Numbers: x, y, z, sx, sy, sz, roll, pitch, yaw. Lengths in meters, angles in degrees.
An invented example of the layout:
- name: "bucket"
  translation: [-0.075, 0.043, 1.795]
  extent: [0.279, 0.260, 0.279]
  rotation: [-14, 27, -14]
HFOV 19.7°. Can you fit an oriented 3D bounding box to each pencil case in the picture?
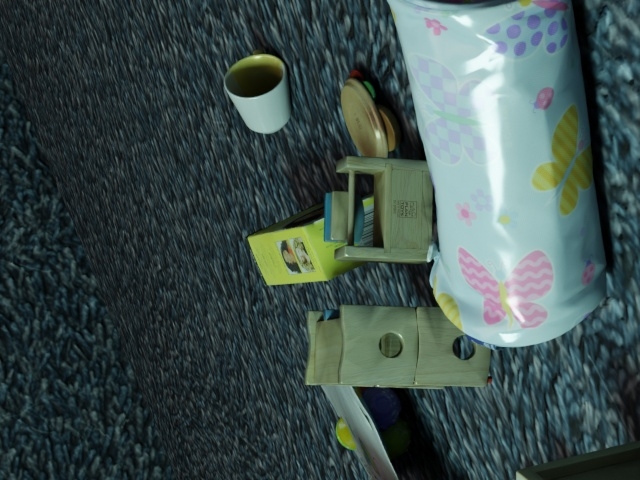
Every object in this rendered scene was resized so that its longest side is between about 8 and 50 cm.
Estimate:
- name: "pencil case"
  translation: [0.116, -0.065, 1.204]
  extent: [0.124, 0.113, 0.273]
  rotation: [21, 135, 39]

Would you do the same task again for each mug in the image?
- name: "mug"
  translation: [-0.053, -0.144, 1.807]
  extent: [0.062, 0.078, 0.064]
  rotation: [16, 145, 29]

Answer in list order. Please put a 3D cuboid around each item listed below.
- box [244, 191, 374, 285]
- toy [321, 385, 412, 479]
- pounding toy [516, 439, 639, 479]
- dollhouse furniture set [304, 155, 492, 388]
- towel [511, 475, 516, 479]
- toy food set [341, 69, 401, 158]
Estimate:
- name: "box"
  translation: [0.000, 0.000, 1.749]
  extent: [0.058, 0.087, 0.232]
  rotation: [67, 164, -3]
- name: "toy"
  translation: [0.053, 0.179, 1.868]
  extent: [0.137, 0.056, 0.237]
  rotation: [62, 169, 7]
- name: "pounding toy"
  translation: [0.210, 0.203, 1.264]
  extent: [0.141, 0.130, 0.100]
  rotation: [-145, 48, -63]
- name: "dollhouse furniture set"
  translation: [0.066, 0.031, 1.551]
  extent: [0.129, 0.129, 0.184]
  rotation: [161, 111, -75]
- name: "towel"
  translation: [0.210, 0.353, 1.514]
  extent: [0.275, 0.031, 0.199]
  rotation: [54, 140, 42]
- name: "toy food set"
  translation: [0.041, -0.104, 1.583]
  extent: [0.083, 0.020, 0.083]
  rotation: [63, 164, 18]
